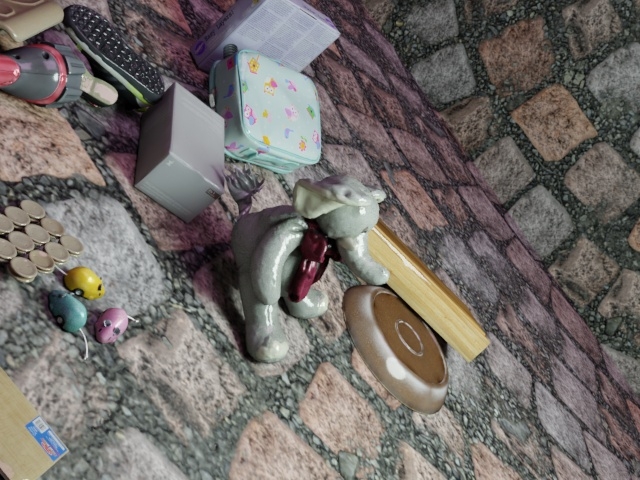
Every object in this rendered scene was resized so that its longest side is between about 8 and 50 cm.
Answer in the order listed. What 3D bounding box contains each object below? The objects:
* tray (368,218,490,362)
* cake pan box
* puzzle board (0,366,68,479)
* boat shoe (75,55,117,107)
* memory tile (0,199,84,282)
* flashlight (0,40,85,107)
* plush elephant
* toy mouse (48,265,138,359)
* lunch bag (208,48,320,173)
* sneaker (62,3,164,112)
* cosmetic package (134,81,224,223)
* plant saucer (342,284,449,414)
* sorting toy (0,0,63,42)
[{"bbox_3d":[0.197,0.077,2.042,0.411,0.076,0.203,43,9,-16],"label":"tray"},{"bbox_3d":[-0.118,-0.444,2.074,0.267,0.246,0.070,17,41,-52],"label":"cake pan box"},{"bbox_3d":[-0.344,0.206,1.012,0.128,0.011,0.096,51,22,-1],"label":"puzzle board"},{"bbox_3d":[-0.406,-0.271,1.559,0.133,0.042,0.048,37,62,-25],"label":"boat shoe"},{"bbox_3d":[-0.385,-0.001,1.213,0.113,0.012,0.148,40,23,4],"label":"memory tile"},{"bbox_3d":[-0.470,-0.244,1.324,0.103,0.103,0.304,51,21,11],"label":"flashlight"},{"bbox_3d":[0.000,0.000,1.528,0.272,0.256,0.329,-24,98,-68],"label":"plush elephant"},{"bbox_3d":[-0.302,0.095,1.222,0.161,0.031,0.143,35,28,-34],"label":"toy mouse"},{"bbox_3d":[-0.116,-0.260,1.925,0.279,0.108,0.223,14,70,-51],"label":"lunch bag"},{"bbox_3d":[-0.373,-0.299,1.590,0.234,0.097,0.084,45,37,-35],"label":"sneaker"},{"bbox_3d":[-0.243,-0.157,1.616,0.127,0.107,0.238,38,29,-29],"label":"cosmetic package"},{"bbox_3d":[0.168,0.210,1.893,0.311,0.050,0.310,41,24,-23],"label":"plant saucer"},{"bbox_3d":[-0.532,-0.347,1.352,0.229,0.041,0.307,23,23,-5],"label":"sorting toy"}]
